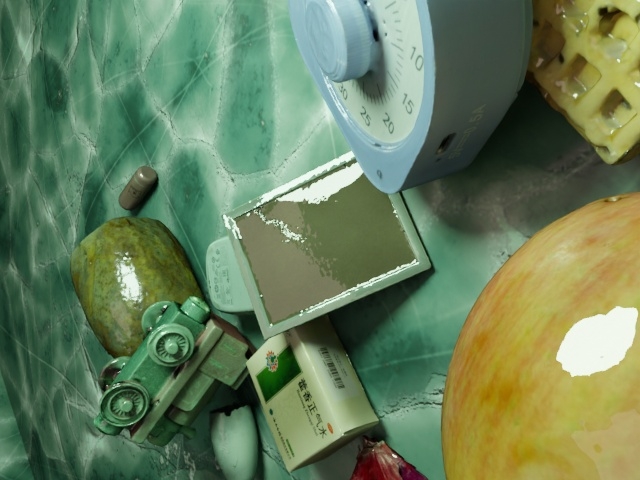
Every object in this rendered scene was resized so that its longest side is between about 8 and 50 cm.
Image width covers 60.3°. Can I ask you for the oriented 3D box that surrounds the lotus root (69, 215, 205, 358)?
[{"bbox_3d":[-0.387,0.133,1.221,0.250,0.250,0.346,-46,68,36],"label":"lotus root"}]

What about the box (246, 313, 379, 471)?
[{"bbox_3d":[-0.020,0.259,0.953,0.168,0.095,0.212,-47,57,34],"label":"box"}]

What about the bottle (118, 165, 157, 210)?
[{"bbox_3d":[-0.458,-0.130,1.378,0.140,0.053,0.053,-39,67,39],"label":"bottle"}]

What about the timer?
[{"bbox_3d":[0.077,-0.274,0.660,0.395,0.173,0.394,161,90,-75],"label":"timer"}]

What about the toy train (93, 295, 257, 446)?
[{"bbox_3d":[-0.280,0.260,1.057,0.304,0.221,0.150,-52,28,-2],"label":"toy train"}]

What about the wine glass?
[{"bbox_3d":[-0.239,0.508,1.117,0.264,0.096,0.309,-13,83,2],"label":"wine glass"}]

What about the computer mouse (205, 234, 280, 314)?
[{"bbox_3d":[-0.110,0.056,1.030,0.288,0.097,0.159,-12,86,49],"label":"computer mouse"}]

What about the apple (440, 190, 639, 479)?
[{"bbox_3d":[0.289,0.171,0.454,0.346,0.391,0.391,-51,57,6],"label":"apple"}]

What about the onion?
[{"bbox_3d":[0.096,0.451,0.852,0.227,0.120,0.283,-30,73,36],"label":"onion"}]

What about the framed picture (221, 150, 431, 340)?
[{"bbox_3d":[0.000,0.000,0.885,0.293,0.018,0.231,-24,75,13],"label":"framed picture"}]

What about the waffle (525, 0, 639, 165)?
[{"bbox_3d":[0.309,-0.270,0.478,0.261,0.114,0.376,60,156,21],"label":"waffle"}]
